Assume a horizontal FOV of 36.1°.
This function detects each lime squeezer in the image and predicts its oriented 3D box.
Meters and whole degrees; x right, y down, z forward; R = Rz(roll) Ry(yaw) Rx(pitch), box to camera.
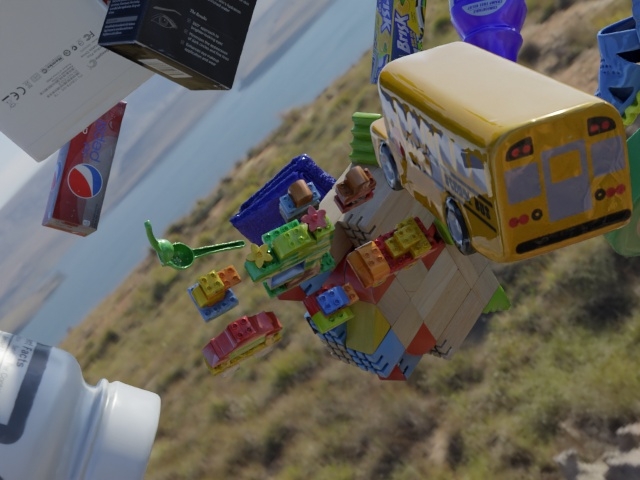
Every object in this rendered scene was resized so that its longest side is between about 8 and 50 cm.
[{"bbox_3d":[-0.273,0.019,1.902,0.110,0.059,0.310,-15,-15,27],"label":"lime squeezer"}]

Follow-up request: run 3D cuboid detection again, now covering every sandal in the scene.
[{"bbox_3d":[0.496,-0.295,1.559,0.317,0.138,0.126,-59,-2,37],"label":"sandal"}]

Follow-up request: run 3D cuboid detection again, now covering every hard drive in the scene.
[{"bbox_3d":[-0.417,-0.285,1.322,0.233,0.353,0.047,-36,43,8],"label":"hard drive"}]

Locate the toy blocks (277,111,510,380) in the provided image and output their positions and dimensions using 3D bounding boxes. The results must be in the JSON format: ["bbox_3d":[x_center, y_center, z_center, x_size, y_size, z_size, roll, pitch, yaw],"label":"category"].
[{"bbox_3d":[0.091,0.059,1.323,0.190,0.381,0.261,13,58,44],"label":"toy blocks"}]

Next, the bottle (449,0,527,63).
[{"bbox_3d":[0.259,-0.364,1.520,0.118,0.092,0.283,-8,71,19],"label":"bottle"}]

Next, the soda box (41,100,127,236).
[{"bbox_3d":[-0.446,-0.146,1.854,0.083,0.092,0.263,-19,58,59],"label":"soda box"}]

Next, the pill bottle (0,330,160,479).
[{"bbox_3d":[-0.349,0.177,0.923,0.204,0.361,0.204,-160,90,-78],"label":"pill bottle"}]

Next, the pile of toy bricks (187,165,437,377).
[{"bbox_3d":[-0.014,0.009,0.769,0.212,0.118,0.105,-29,-17,-14],"label":"pile of toy bricks"}]

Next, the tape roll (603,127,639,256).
[{"bbox_3d":[0.556,-0.107,1.478,0.321,0.077,0.321,-23,-30,-14],"label":"tape roll"}]

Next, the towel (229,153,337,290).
[{"bbox_3d":[0.000,0.000,1.924,0.227,0.308,0.076,-40,17,27],"label":"towel"}]

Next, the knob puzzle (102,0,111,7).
[{"bbox_3d":[-0.336,-0.391,1.379,0.213,0.213,0.030,-43,25,13],"label":"knob puzzle"}]

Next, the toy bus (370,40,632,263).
[{"bbox_3d":[0.132,-0.084,0.842,0.108,0.130,0.333,-18,24,-8],"label":"toy bus"}]

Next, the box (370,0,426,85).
[{"bbox_3d":[0.112,-0.305,1.401,0.059,0.054,0.169,-167,81,-65],"label":"box"}]

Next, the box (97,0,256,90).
[{"bbox_3d":[-0.175,-0.290,1.245,0.093,0.156,0.158,9,80,46],"label":"box"}]
